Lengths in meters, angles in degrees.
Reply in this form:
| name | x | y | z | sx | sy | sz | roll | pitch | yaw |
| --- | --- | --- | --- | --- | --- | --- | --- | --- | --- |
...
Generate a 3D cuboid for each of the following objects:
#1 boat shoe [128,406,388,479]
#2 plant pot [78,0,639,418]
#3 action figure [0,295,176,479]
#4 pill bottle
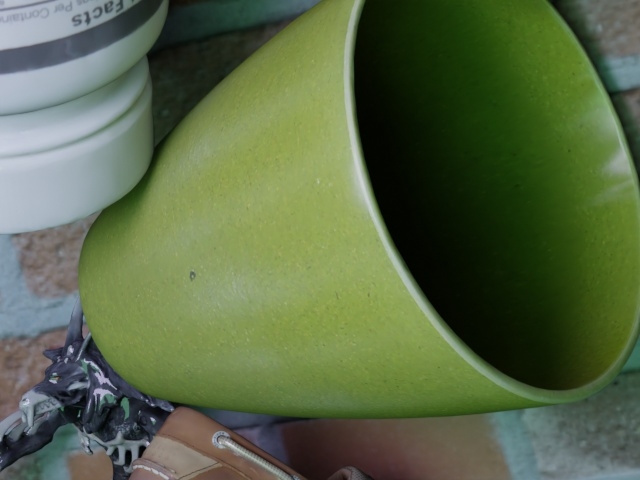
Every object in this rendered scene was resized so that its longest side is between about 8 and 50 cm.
| name | x | y | z | sx | sy | sz | roll | pitch | yaw |
| --- | --- | --- | --- | --- | --- | --- | --- | --- | --- |
| boat shoe | 0.020 | 0.205 | 1.280 | 0.324 | 0.123 | 0.116 | 29 | 72 | -24 |
| plant pot | 0.000 | 0.000 | 1.204 | 0.293 | 0.275 | 0.274 | -22 | 98 | 38 |
| action figure | -0.160 | 0.173 | 1.343 | 0.164 | 0.141 | 0.275 | 12 | 116 | 45 |
| pill bottle | -0.187 | -0.197 | 1.085 | 0.204 | 0.204 | 0.361 | 10 | 126 | 15 |
